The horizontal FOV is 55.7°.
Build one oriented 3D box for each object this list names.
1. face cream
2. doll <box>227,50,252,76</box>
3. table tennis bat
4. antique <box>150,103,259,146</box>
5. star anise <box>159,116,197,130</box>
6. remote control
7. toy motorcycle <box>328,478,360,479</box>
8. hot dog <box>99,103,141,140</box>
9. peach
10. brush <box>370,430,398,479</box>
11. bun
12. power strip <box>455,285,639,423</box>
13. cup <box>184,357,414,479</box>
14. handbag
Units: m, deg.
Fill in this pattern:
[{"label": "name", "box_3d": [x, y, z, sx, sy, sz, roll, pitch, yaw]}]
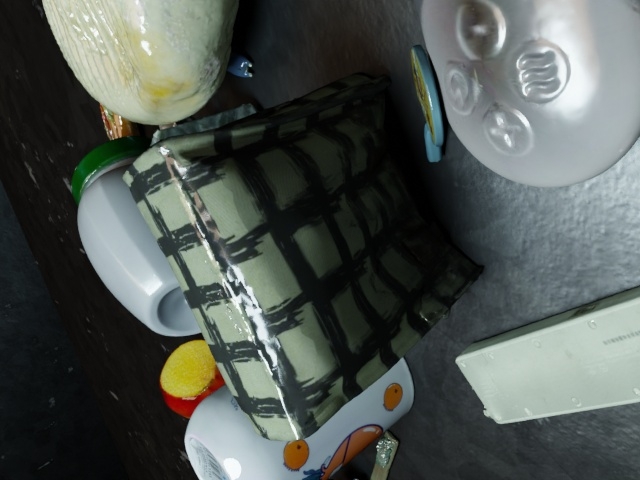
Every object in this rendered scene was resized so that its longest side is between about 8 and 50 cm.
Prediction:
[{"label": "face cream", "box_3d": [-0.302, -0.009, 1.125, 0.357, 0.219, 0.312, 53, -171, 31]}, {"label": "doll", "box_3d": [-0.148, -0.285, 0.943, 0.125, 0.027, 0.037, 33, 138, 30]}, {"label": "table tennis bat", "box_3d": [0.117, -0.140, 0.654, 0.155, 0.019, 0.100, 65, -168, -56]}, {"label": "antique", "box_3d": [-0.158, -0.134, 0.922, 0.088, 0.183, 0.086, 59, 147, 10]}, {"label": "star anise", "box_3d": [-0.176, -0.086, 1.027, 0.257, 0.110, 0.198, 59, -170, 22]}, {"label": "remote control", "box_3d": [0.169, -0.202, 0.523, 0.221, 0.103, 0.332, 7, 118, 58]}, {"label": "toy motorcycle", "box_3d": [0.107, 0.537, 1.112, 0.401, 0.134, 0.207, 4, 130, 48]}, {"label": "hot dog", "box_3d": [-0.435, -0.282, 1.281, 0.092, 0.062, 0.235, 18, 127, 49]}, {"label": "peach", "box_3d": [-0.278, 0.321, 1.404, 0.190, 0.190, 0.192, 51, 157, 15]}, {"label": "brush", "box_3d": [0.111, 0.414, 1.111, 0.034, 0.027, 0.190, 40, 141, 31]}, {"label": "bun", "box_3d": [-0.243, -0.349, 0.846, 0.365, 0.219, 0.365, 33, 138, 37]}, {"label": "power strip", "box_3d": [0.285, 0.132, 0.670, 0.106, 0.043, 0.367, 58, 145, 5]}, {"label": "cup", "box_3d": [-0.038, 0.270, 0.941, 0.212, 0.317, 0.212, 32, 137, 36]}, {"label": "handbag", "box_3d": [0.000, 0.000, 0.691, 0.162, 0.327, 0.325, -17, 100, 54]}]
